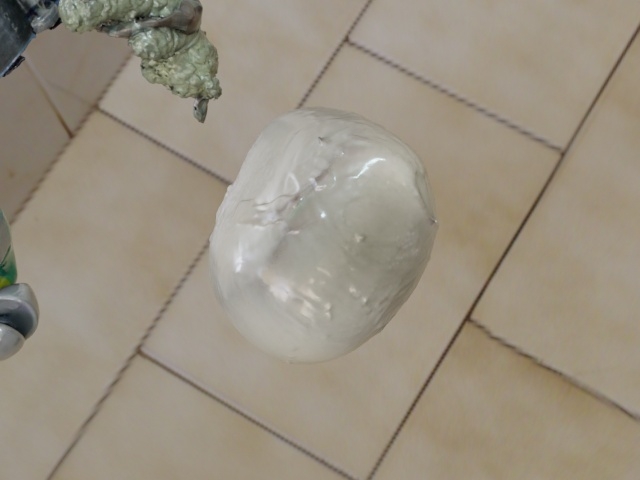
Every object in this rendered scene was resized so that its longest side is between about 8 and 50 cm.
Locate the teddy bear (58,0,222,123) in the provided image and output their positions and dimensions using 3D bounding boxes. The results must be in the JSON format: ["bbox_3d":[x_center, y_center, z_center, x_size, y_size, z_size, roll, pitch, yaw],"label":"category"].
[{"bbox_3d":[-0.158,-0.216,1.285,0.111,0.213,0.133,-44,39,15],"label":"teddy bear"}]

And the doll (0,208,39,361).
[{"bbox_3d":[-0.384,0.071,1.433,0.194,0.258,0.153,-4,48,14],"label":"doll"}]

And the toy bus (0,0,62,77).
[{"bbox_3d":[-0.311,-0.289,1.326,0.131,0.106,0.297,-3,46,32],"label":"toy bus"}]

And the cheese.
[{"bbox_3d":[0.000,0.000,0.998,0.154,0.198,0.189,37,88,-20],"label":"cheese"}]
